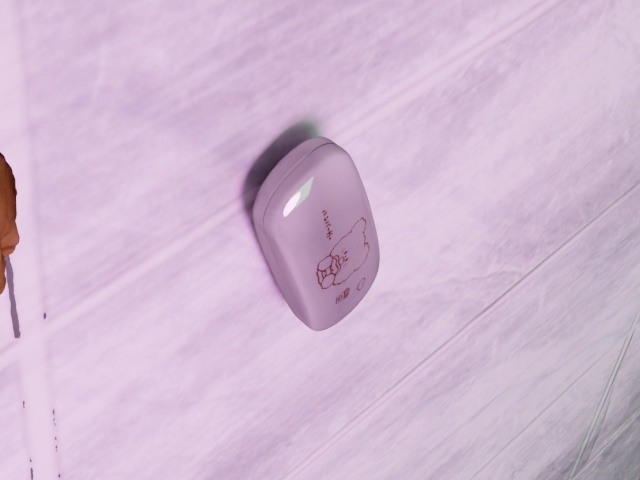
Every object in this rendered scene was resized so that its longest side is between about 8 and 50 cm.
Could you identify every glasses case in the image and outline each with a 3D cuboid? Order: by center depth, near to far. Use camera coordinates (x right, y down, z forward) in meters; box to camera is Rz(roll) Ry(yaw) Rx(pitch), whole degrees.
[{"bbox_3d":[0.000,0.000,0.877,0.074,0.049,0.193,-46,155,-15],"label":"glasses case"}]

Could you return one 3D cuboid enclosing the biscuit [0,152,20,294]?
[{"bbox_3d":[-0.221,-0.011,0.275,0.262,0.277,0.052,44,48,-76],"label":"biscuit"}]
